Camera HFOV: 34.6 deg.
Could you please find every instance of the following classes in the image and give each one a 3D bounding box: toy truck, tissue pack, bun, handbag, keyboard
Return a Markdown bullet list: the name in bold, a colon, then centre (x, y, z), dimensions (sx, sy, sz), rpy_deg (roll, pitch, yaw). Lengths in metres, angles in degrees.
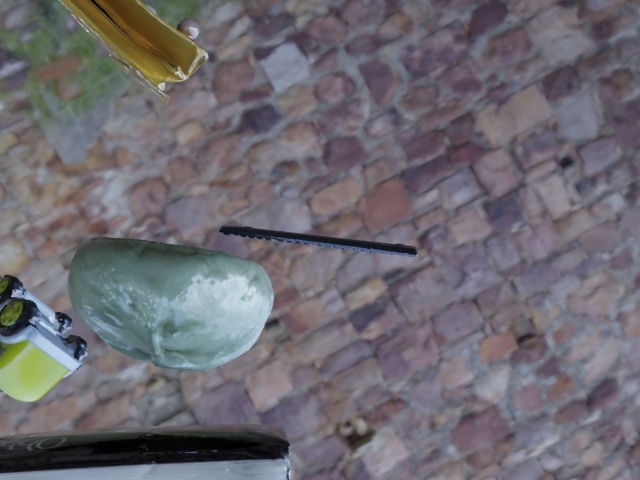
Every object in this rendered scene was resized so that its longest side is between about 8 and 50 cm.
- **toy truck**: centre (-0.244, 0.079, 0.819), dimensions (0.077, 0.076, 0.111), rpy_deg (-47, -140, -4)
- **tissue pack**: centre (-0.214, 0.291, 1.040), dimensions (0.370, 0.198, 0.210), rpy_deg (-2, 178, -3)
- **bun**: centre (-0.156, 0.069, 1.065), dimensions (0.213, 0.126, 0.204), rpy_deg (7, 171, 22)
- **handbag**: centre (-0.372, -0.399, 1.710), dimensions (0.133, 0.401, 0.283), rpy_deg (-50, -169, -8)
- **keyboard**: centre (0.000, 0.000, 1.060), dimensions (0.202, 0.011, 0.067), rpy_deg (7, -177, 6)
